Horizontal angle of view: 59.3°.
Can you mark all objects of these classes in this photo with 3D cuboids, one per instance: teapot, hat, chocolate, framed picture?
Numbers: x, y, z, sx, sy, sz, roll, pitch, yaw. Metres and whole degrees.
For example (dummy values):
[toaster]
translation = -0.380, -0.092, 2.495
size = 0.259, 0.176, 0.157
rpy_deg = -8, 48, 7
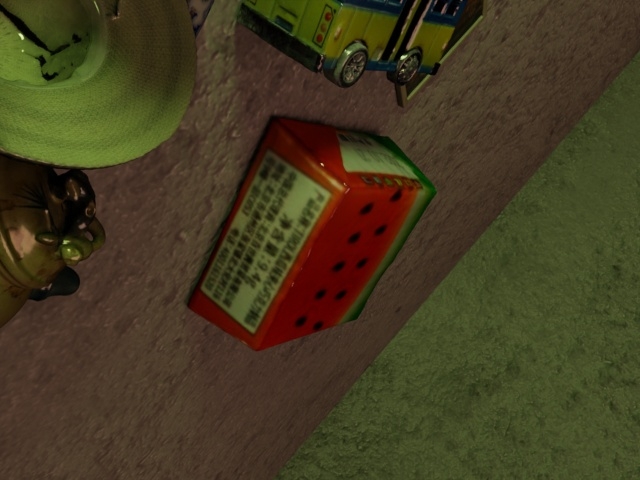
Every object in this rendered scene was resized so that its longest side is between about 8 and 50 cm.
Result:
[teapot]
translation = -0.258, -0.017, 0.407
size = 0.183, 0.173, 0.269
rpy_deg = -11, 150, -5
[hat]
translation = -0.216, -0.151, 0.385
size = 0.110, 0.252, 0.252
rpy_deg = -16, 180, 37
[chocolate]
translation = 0.000, 0.000, 0.944
size = 0.341, 0.161, 0.360
rpy_deg = -6, 130, -54
[framed picture]
translation = 0.212, -0.371, 0.978
size = 0.250, 0.016, 0.184
rpy_deg = -48, 157, -8

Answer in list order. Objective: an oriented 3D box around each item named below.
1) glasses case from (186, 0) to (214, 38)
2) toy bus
[glasses case]
translation = -0.170, -0.175, 0.508
size = 0.248, 0.065, 0.087
rpy_deg = -56, 158, 8
[toy bus]
translation = 0.060, -0.292, 0.668
size = 0.288, 0.138, 0.175
rpy_deg = -19, 142, -50
